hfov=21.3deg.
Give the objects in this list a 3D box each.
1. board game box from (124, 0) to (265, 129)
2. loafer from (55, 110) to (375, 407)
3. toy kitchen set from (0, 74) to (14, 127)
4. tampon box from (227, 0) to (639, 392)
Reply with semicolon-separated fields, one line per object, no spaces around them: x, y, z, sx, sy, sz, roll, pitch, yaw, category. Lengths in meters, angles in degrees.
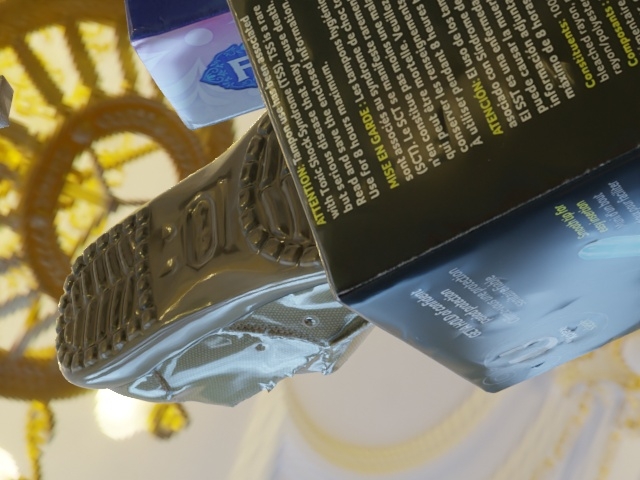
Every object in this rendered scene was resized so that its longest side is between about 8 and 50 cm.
0.066;-0.230;0.633;0.318;0.318;0.066;-17;-29;8;board game box
0.000;0.000;0.725;0.092;0.268;0.102;26;-129;-41;loafer
-0.227;-0.048;1.120;0.068;0.075;0.083;-90;-22;-43;toy kitchen set
0.078;-0.047;0.429;0.161;0.101;0.120;-26;-24;14;tampon box
